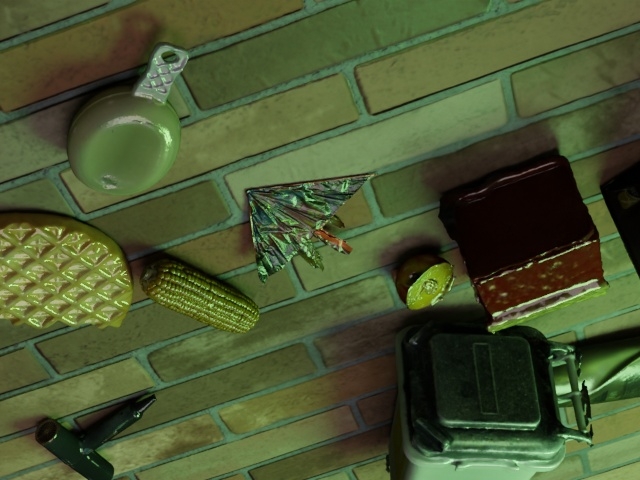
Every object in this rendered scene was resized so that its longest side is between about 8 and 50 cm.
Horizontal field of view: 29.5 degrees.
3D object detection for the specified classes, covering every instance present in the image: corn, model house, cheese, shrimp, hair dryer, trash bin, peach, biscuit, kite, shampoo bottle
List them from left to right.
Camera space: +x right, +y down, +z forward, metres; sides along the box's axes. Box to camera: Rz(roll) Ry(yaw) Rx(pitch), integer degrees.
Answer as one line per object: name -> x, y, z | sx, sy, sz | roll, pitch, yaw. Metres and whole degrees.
biscuit -> -0.394, 0.044, 1.651 | 0.309, 0.040, 0.204 | 8, 133, -24
hair dryer -> -0.331, 0.314, 1.961 | 0.195, 0.050, 0.173 | -26, 140, 8
cheese -> -0.222, -0.150, 1.473 | 0.137, 0.064, 0.227 | 13, 130, -29
corn -> -0.173, 0.080, 1.732 | 0.207, 0.068, 0.068 | 27, 124, -39
kite -> -0.024, -0.028, 1.680 | 0.189, 0.009, 0.232 | 32, 113, -29
shrimp -> 0.000, 0.000, 1.727 | 0.083, 0.023, 0.114 | -25, 132, 8
peach -> 0.152, 0.055, 1.801 | 0.098, 0.061, 0.098 | -27, 146, -21
trash bin -> 0.249, 0.317, 1.973 | 0.296, 0.255, 0.367 | 2, 142, -7
model house -> 0.302, 0.033, 1.747 | 0.196, 0.160, 0.254 | -21, 139, 6
shampoo bottle -> 0.530, 0.217, 2.064 | 0.350, 0.084, 0.125 | -9, 134, -5

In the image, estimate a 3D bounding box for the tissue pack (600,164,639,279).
tissue pack -> 0.564, 0.054, 1.685 | 0.198, 0.370, 0.210 | -31, 135, 19
